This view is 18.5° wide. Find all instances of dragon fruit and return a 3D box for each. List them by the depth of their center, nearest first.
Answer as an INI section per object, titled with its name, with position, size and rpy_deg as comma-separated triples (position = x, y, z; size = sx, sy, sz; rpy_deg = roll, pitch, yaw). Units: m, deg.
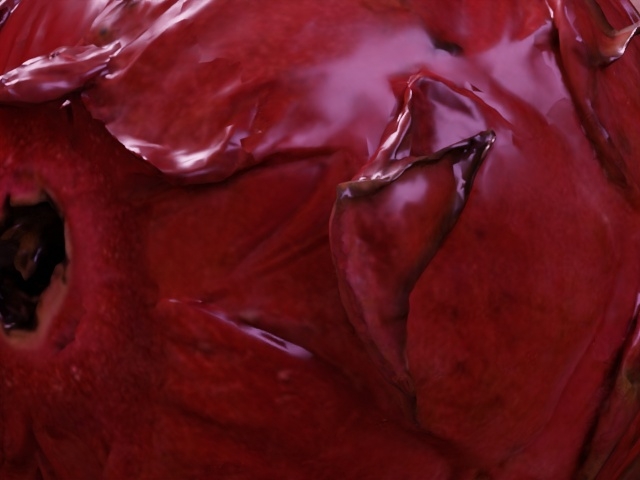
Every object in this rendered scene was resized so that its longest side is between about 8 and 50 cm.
[dragon fruit]
position = 0.003, 0.004, 0.581
size = 0.252, 0.241, 0.241
rpy_deg = -16, 63, -26
